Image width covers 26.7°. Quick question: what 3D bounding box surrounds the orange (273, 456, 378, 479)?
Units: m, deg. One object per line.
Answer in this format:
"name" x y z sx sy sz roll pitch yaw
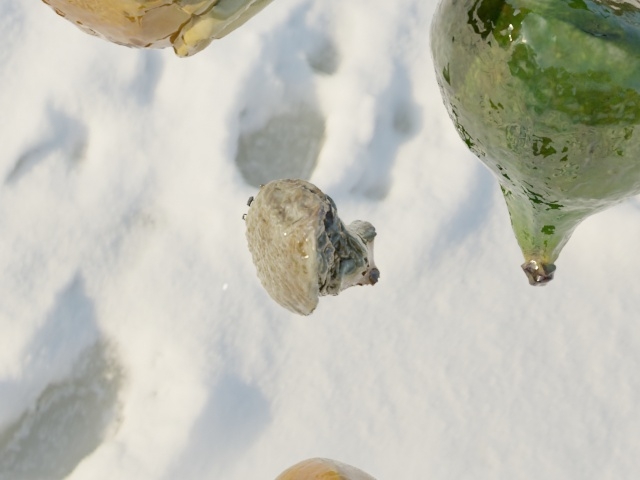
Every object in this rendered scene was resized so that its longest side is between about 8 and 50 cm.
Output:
"orange" 0.033 0.375 1.635 0.183 0.249 0.249 -21 66 -21

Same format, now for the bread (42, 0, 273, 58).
"bread" -0.133 -0.282 0.704 0.389 0.183 0.236 58 11 -24

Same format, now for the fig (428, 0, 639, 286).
"fig" 0.156 -0.083 0.946 0.203 0.235 0.203 12 34 -8

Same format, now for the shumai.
"shumai" 0.000 0.003 1.317 0.116 0.145 0.146 -15 63 -25
